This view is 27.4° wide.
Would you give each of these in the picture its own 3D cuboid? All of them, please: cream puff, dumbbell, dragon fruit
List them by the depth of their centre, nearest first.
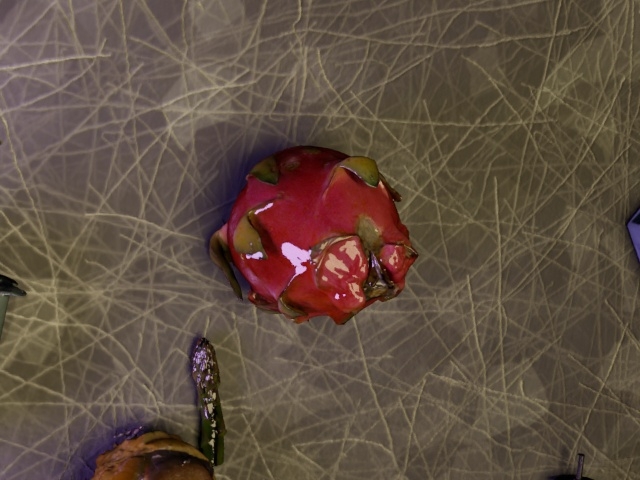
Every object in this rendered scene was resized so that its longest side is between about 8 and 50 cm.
[{"bbox_3d":[-0.004,-0.002,1.507,0.224,0.227,0.224,-4,104,-16],"label":"dragon fruit"},{"bbox_3d":[-0.205,0.310,1.521,0.189,0.129,0.189,-1,92,-51],"label":"cream puff"},{"bbox_3d":[0.358,0.370,1.840,0.069,0.069,0.147,0,101,-26],"label":"dumbbell"}]

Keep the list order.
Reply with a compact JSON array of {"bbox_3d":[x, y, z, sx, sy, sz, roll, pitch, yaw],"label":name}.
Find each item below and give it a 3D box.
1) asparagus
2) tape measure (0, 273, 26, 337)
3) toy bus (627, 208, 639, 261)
[{"bbox_3d":[-0.136,0.194,1.588,0.036,0.030,0.165,-9,105,-13],"label":"asparagus"},{"bbox_3d":[-0.464,0.138,1.356,0.275,0.147,0.256,8,99,-31],"label":"tape measure"},{"bbox_3d":[0.543,0.073,1.850,0.136,0.109,0.329,-27,111,-6],"label":"toy bus"}]
